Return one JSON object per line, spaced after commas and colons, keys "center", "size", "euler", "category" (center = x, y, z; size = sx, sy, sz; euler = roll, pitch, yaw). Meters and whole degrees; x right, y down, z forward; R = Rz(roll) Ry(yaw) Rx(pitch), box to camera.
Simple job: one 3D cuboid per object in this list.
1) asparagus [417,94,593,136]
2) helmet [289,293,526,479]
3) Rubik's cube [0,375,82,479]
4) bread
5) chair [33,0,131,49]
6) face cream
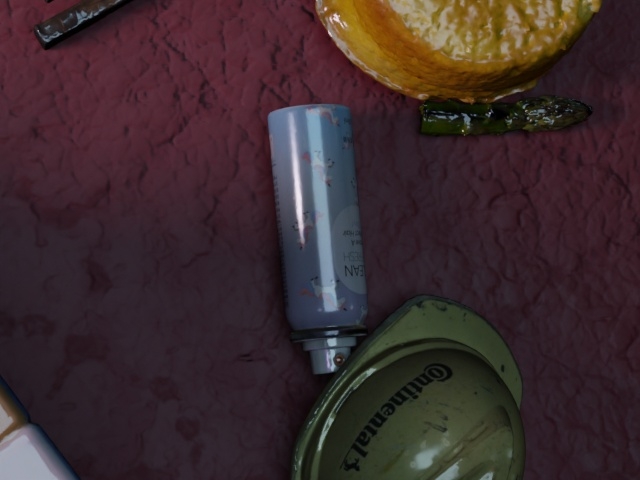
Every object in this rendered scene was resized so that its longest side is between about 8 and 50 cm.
{"center": [0.168, -0.113, 1.570], "size": [0.165, 0.030, 0.036], "euler": [-5, 72, -12], "category": "asparagus"}
{"center": [0.103, 0.178, 1.452], "size": [0.204, 0.137, 0.258], "euler": [37, 78, -24], "category": "helmet"}
{"center": [-0.390, 0.189, 1.251], "size": [0.344, 0.347, 0.347], "euler": [-38, 94, -18], "category": "Rubik's cube"}
{"center": [0.129, -0.240, 1.517], "size": [0.268, 0.145, 0.268], "euler": [1, 87, -12], "category": "bread"}
{"center": [-0.088, -0.364, 1.458], "size": [0.416, 0.203, 0.241], "euler": [-24, 85, -12], "category": "chair"}
{"center": [0.000, 0.000, 1.500], "size": [0.075, 0.075, 0.229], "euler": [-4, 86, -12], "category": "face cream"}
